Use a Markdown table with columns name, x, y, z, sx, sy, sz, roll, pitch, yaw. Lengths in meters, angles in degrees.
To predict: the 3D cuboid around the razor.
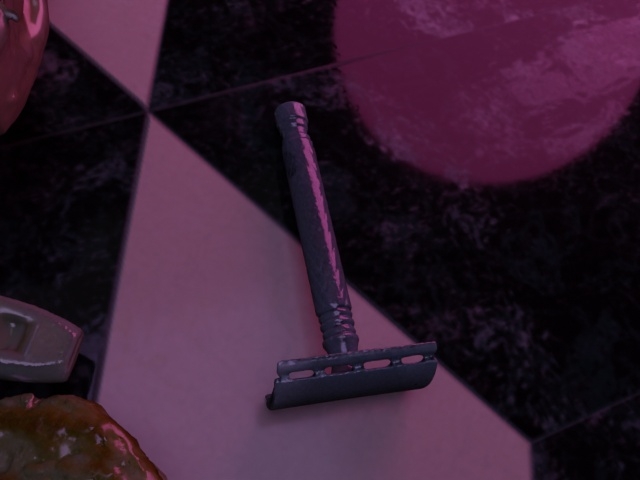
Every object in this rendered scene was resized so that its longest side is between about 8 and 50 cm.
| name | x | y | z | sx | sy | sz | roll | pitch | yaw |
| --- | --- | --- | --- | --- | --- | --- | --- | --- | --- |
| razor | 0.000 | 0.000 | 0.528 | 0.106 | 0.068 | 0.231 | -4 | 61 | -14 |

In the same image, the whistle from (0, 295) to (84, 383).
| name | x | y | z | sx | sy | sz | roll | pitch | yaw |
| --- | --- | --- | --- | --- | --- | --- | --- | --- | --- |
| whistle | -0.264 | 0.037 | 0.434 | 0.245 | 0.092 | 0.110 | 15 | 54 | -3 |

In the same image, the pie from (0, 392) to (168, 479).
| name | x | y | z | sx | sy | sz | roll | pitch | yaw |
| --- | --- | --- | --- | --- | --- | --- | --- | --- | --- |
| pie | -0.169 | 0.206 | 0.368 | 0.201 | 0.090 | 0.248 | 36 | 70 | 28 |

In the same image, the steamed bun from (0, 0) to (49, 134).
| name | x | y | z | sx | sy | sz | roll | pitch | yaw |
| --- | --- | --- | --- | --- | --- | --- | --- | --- | --- |
| steamed bun | -0.316 | -0.175 | 0.459 | 0.275 | 0.206 | 0.319 | -9 | 68 | -31 |
